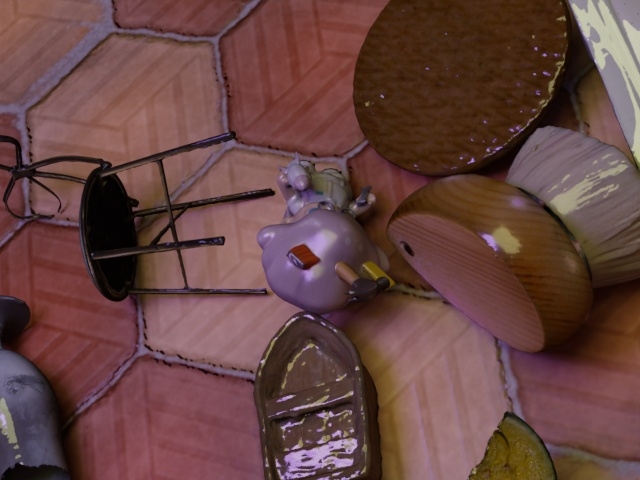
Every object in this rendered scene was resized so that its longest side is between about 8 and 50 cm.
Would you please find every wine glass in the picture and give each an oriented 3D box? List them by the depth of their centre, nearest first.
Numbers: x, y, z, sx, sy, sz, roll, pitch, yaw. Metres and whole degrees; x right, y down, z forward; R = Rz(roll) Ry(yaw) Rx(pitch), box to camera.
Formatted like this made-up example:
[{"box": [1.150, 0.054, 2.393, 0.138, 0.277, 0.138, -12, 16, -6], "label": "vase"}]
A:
[{"box": [-0.329, 0.167, 1.674, 0.103, 0.103, 0.222, -29, 58, 7], "label": "wine glass"}]

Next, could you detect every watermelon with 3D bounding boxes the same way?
[{"box": [0.156, 0.242, 1.443, 0.181, 0.092, 0.075, -66, 14, 5], "label": "watermelon"}]

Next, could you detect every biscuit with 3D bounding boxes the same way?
[{"box": [0.149, -0.184, 1.662, 0.262, 0.037, 0.262, -15, 61, 30], "label": "biscuit"}]

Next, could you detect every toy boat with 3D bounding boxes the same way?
[{"box": [-0.002, 0.163, 1.563, 0.116, 0.061, 0.188, -15, 60, 17], "label": "toy boat"}]

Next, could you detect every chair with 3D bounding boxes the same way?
[{"box": [-0.223, -0.017, 1.695, 0.326, 0.160, 0.170, -5, 62, 16], "label": "chair"}]

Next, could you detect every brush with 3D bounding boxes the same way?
[{"box": [0.188, -0.016, 1.526, 0.166, 0.174, 0.267, -40, 35, -18], "label": "brush"}]

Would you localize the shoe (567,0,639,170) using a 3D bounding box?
[{"box": [0.343, -0.204, 1.565, 0.160, 0.132, 0.363, -21, 62, 10], "label": "shoe"}]

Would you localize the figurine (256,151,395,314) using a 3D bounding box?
[{"box": [0.000, 0.000, 1.597, 0.112, 0.137, 0.229, -57, 24, 33], "label": "figurine"}]
